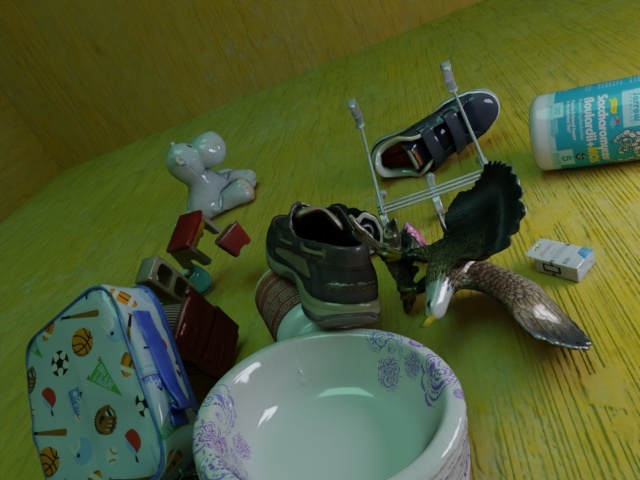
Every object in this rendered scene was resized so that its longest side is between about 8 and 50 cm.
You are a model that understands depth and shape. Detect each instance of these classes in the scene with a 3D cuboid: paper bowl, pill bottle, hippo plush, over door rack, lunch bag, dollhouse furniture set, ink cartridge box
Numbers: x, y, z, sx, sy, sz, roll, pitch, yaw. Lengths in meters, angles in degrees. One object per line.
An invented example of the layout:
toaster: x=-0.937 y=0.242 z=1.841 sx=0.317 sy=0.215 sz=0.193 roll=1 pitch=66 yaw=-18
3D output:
paper bowl: x=0.017 y=0.228 z=0.535 sx=0.284 sy=0.148 sz=0.284 roll=-10 pitch=21 yaw=4
pill bottle: x=0.525 y=-0.212 z=0.873 sx=0.264 sy=0.146 sz=0.146 roll=-4 pitch=36 yaw=35
hippo plush: x=-0.358 y=-0.198 z=1.452 sx=0.294 sy=0.237 sz=0.234 roll=-31 pitch=30 yaw=-8
over door rack: x=0.212 y=-0.188 z=1.028 sx=0.239 sy=0.108 sz=0.324 roll=-19 pitch=66 yaw=15
lunch bag: x=-0.292 y=0.226 z=0.699 sx=0.243 sy=0.115 sz=0.303 roll=-35 pitch=69 yaw=17
pill bottle: x=-0.025 y=0.129 z=0.791 sx=0.121 sy=0.121 sz=0.216 roll=-31 pitch=30 yaw=-8
dollhouse furniture set: x=-0.257 y=0.074 z=0.935 sx=0.201 sy=0.152 sz=0.374 roll=-11 pitch=50 yaw=26
ink cartridge box: x=0.361 y=0.028 z=0.741 sx=0.048 sy=0.028 sz=0.083 roll=-39 pitch=32 yaw=-22

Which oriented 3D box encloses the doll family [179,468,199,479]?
doll family: x=-0.125 y=0.311 z=0.606 sx=0.111 sy=0.076 sz=0.193 roll=-4 pitch=-6 yaw=29

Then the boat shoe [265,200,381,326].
boat shoe: x=0.001 y=0.004 z=0.758 sx=0.132 sy=0.130 sz=0.355 roll=-2 pitch=19 yaw=-22

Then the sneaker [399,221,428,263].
sneaker: x=0.169 y=0.014 z=0.911 sx=0.057 sy=0.047 sz=0.119 roll=-44 pitch=26 yaw=14

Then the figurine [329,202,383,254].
figurine: x=0.000 y=0.000 z=1.028 sx=0.214 sy=0.092 sz=0.209 roll=-31 pitch=22 yaw=-7

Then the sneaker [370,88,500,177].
sneaker: x=0.266 y=-0.233 z=1.137 sx=0.321 sy=0.126 sz=0.127 roll=-26 pitch=23 yaw=24

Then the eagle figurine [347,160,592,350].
eagle figurine: x=0.207 y=0.035 z=0.677 sx=0.298 sy=0.226 sz=0.225 roll=-15 pitch=64 yaw=51

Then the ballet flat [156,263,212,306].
ballet flat: x=-0.365 y=0.129 z=1.092 sx=0.247 sy=0.087 sz=0.083 roll=-33 pitch=30 yaw=-11
